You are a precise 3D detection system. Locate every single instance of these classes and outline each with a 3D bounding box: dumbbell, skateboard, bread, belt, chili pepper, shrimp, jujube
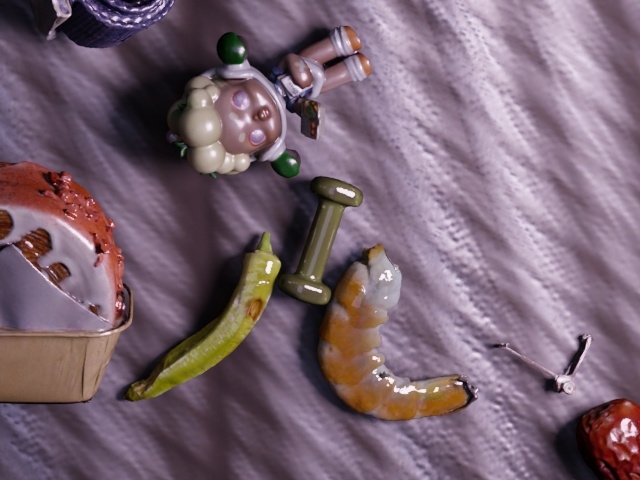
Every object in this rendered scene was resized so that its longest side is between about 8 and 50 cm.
[{"bbox_3d":[0.000,0.000,1.562,0.052,0.046,0.118,18,92,-23],"label":"dumbbell"},{"bbox_3d":[0.213,0.103,1.612,0.083,0.032,0.064,27,85,-10],"label":"skateboard"},{"bbox_3d":[-0.280,0.038,1.510,0.224,0.142,0.212,1,113,-6],"label":"bread"},{"bbox_3d":[-0.220,-0.279,1.472,0.140,0.126,0.230,-31,100,-24],"label":"belt"},{"bbox_3d":[-0.099,0.086,1.575,0.049,0.043,0.208,38,94,-22],"label":"chili pepper"},{"bbox_3d":[0.082,0.094,1.589,0.166,0.049,0.161,16,99,-8],"label":"shrimp"},{"bbox_3d":[0.297,0.208,1.613,0.077,0.077,0.129,-39,110,1],"label":"jujube"}]

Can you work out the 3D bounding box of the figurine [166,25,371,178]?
[{"bbox_3d":[-0.047,-0.126,1.522,0.197,0.093,0.147,-26,111,-2],"label":"figurine"}]
